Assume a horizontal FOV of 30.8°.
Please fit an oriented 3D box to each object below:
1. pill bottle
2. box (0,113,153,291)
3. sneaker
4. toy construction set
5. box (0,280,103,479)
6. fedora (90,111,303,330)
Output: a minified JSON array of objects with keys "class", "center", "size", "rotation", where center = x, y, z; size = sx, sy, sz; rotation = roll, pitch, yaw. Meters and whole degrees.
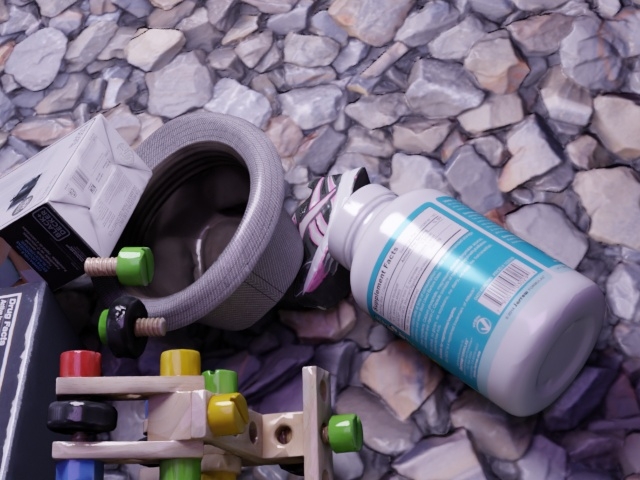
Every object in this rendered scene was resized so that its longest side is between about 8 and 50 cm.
[{"class":"pill bottle","center":[0.131,0.044,1.129],"size":[0.264,0.146,0.146],"rotation":[34,70,32]},{"class":"box","center":[-0.329,0.001,1.221],"size":[0.290,0.087,0.169],"rotation":[-27,27,27]},{"class":"sneaker","center":[0.000,0.000,1.254],"size":[0.077,0.072,0.178],"rotation":[-1,46,29]},{"class":"toy construction set","center":[-0.095,0.198,1.006],"size":[0.237,0.257,0.309],"rotation":[-1,47,14]},{"class":"box","center":[-0.387,0.221,1.111],"size":[0.294,0.183,0.296],"rotation":[-8,49,10]},{"class":"fedora","center":[-0.115,-0.001,1.219],"size":[0.275,0.124,0.244],"rotation":[27,81,51]}]
